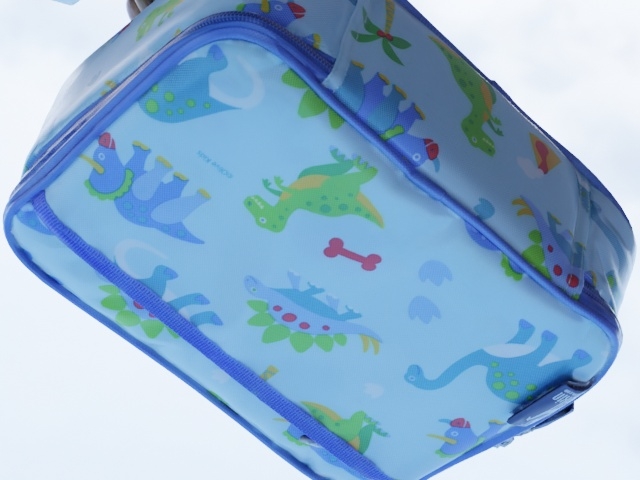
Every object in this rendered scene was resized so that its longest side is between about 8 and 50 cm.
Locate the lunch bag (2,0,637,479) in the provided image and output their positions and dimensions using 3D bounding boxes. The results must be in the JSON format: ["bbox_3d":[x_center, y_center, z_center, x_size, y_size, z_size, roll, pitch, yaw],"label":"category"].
[{"bbox_3d":[0.000,0.000,0.742,0.219,0.176,0.090,41,-140,-21],"label":"lunch bag"}]

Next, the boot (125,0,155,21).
[{"bbox_3d":[-0.125,-0.102,1.399,0.152,0.197,0.073,-21,-132,22],"label":"boot"}]

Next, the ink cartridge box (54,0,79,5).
[{"bbox_3d":[-0.161,-0.252,1.059,0.201,0.278,0.117,15,-112,-29],"label":"ink cartridge box"}]
